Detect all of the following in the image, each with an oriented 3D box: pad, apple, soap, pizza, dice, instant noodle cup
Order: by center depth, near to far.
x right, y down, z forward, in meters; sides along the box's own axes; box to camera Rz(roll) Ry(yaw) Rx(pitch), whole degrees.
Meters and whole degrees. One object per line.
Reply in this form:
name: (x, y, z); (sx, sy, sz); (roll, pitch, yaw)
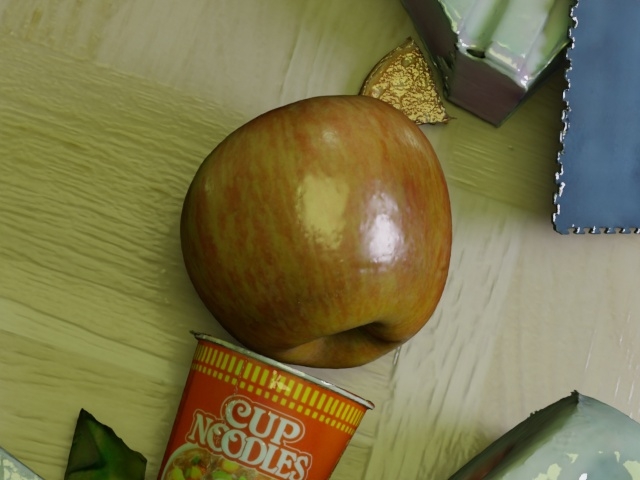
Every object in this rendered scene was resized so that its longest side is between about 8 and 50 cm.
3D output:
dice: (0.217, 0.320, 1.652); (0.268, 0.264, 0.262); (-38, 87, -18)
instant noodle cup: (-0.075, 0.215, 1.672); (0.193, 0.193, 0.212); (23, 84, -5)
apple: (0.000, 0.000, 1.685); (0.264, 0.264, 0.264); (2, 77, -11)
pad: (0.346, -0.137, 1.824); (0.269, 0.012, 0.270); (1, 98, -33)
pizza: (0.075, -0.146, 1.856); (0.099, 0.029, 0.100); (-26, 81, -8)
soap: (0.224, -0.356, 1.864); (0.261, 0.156, 0.446); (27, 73, -6)

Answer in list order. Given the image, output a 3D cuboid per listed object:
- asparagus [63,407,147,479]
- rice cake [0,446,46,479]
asparagus: (-0.217, 0.309, 1.622); (0.085, 0.082, 0.343); (13, 57, -8)
rice cake: (-0.332, 0.202, 1.671); (0.206, 0.069, 0.063); (36, 73, 0)
